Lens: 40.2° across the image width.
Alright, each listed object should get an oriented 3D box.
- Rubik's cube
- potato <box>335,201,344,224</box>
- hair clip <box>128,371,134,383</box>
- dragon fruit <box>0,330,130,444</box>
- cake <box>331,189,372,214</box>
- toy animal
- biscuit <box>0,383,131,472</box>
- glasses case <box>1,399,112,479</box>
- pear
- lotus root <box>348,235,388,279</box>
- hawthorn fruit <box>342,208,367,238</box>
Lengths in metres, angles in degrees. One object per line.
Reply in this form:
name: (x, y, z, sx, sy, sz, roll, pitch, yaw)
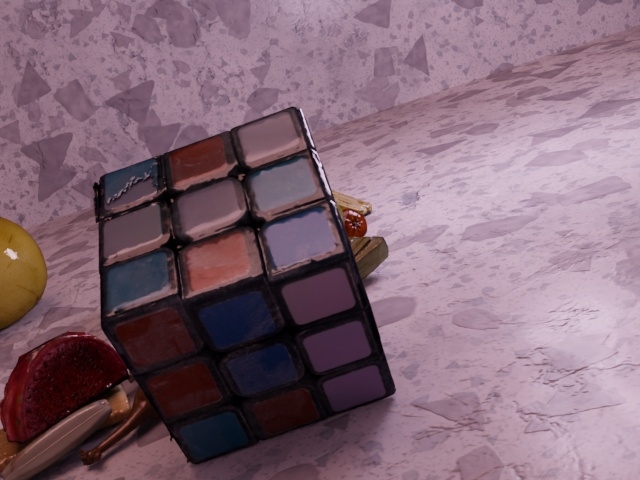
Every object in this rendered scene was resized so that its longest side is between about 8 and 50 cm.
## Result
Rubik's cube: (-0.112, 0.065, 1.324, 0.358, 0.362, 0.363, -19, 42, -1)
potato: (-0.080, -0.008, 2.002, 0.307, 0.173, 0.210, -19, 17, 31)
hair clip: (-0.348, 0.245, 1.705, 0.062, 0.056, 0.214, -54, 22, -4)
dragon fruit: (-0.472, 0.247, 1.563, 0.163, 0.189, 0.261, 23, 29, 29)
cake: (0.045, -0.073, 2.375, 0.184, 0.116, 0.080, 22, 34, 14)
toy animal: (-0.292, 0.284, 1.486, 0.229, 0.066, 0.224, -30, 12, 2)
biscuit: (-0.466, 0.333, 1.575, 0.249, 0.030, 0.160, -22, 17, -15)
glasses case: (-0.436, 0.334, 1.451, 0.204, 0.051, 0.081, -35, -6, -25)
pear: (-0.925, 0.090, 2.381, 0.348, 0.349, 0.348, -17, 16, 5)
lotus root: (0.061, 0.056, 1.856, 0.144, 0.070, 0.143, -44, 29, -26)
hawthorn fruit: (0.068, -0.035, 2.141, 0.093, 0.093, 0.093, -17, 16, 5)
